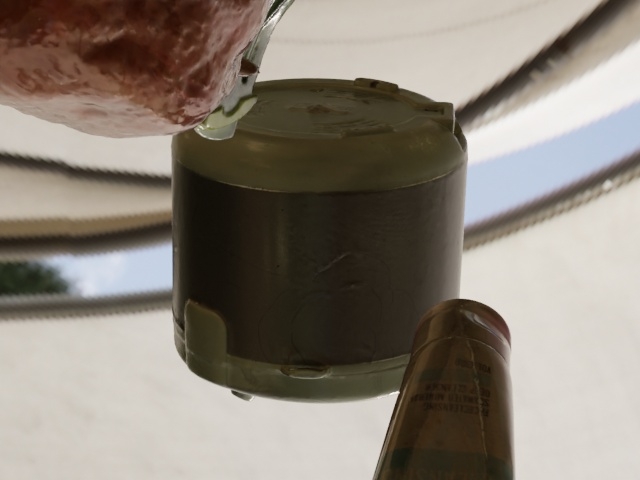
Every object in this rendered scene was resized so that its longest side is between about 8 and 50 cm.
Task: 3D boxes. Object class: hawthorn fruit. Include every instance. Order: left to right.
[{"bbox_3d":[-0.104,-0.127,0.674,0.173,0.179,0.173,-21,-162,7],"label":"hawthorn fruit"}]

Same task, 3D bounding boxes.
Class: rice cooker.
[{"bbox_3d":[-0.001,0.002,1.386,0.288,0.288,0.277,-127,-145,-64],"label":"rice cooker"}]

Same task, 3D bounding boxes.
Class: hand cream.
[{"bbox_3d":[0.071,0.141,0.902,0.312,0.111,0.070,-75,167,-61],"label":"hand cream"}]

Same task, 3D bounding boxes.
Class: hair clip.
[{"bbox_3d":[-0.047,-0.135,1.025,0.060,0.033,0.188,-26,157,-47],"label":"hair clip"}]
